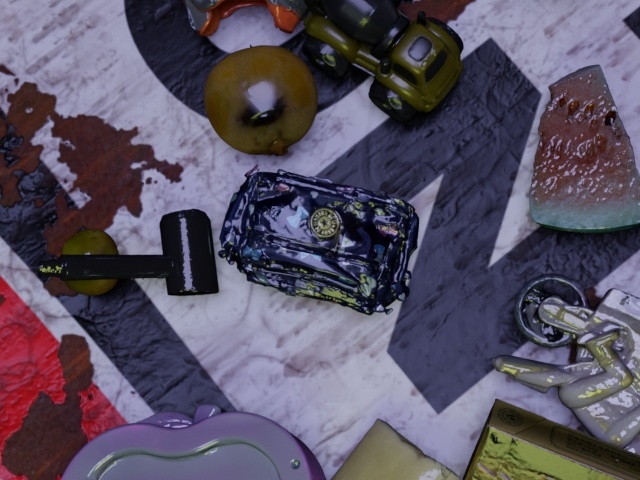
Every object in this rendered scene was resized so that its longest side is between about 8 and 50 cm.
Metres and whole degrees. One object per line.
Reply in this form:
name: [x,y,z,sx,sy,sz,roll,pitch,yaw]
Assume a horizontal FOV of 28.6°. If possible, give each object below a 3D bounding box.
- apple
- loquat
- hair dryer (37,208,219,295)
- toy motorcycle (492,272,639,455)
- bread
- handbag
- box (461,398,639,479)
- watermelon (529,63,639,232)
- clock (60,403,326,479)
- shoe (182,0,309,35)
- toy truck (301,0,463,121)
apple: [-0.304,0.028,1.663,0.074,0.089,0.089,-5,78,-12]
loquat: [-0.079,-0.189,1.669,0.163,0.137,0.163,-2,85,21]
hair dryer: [-0.250,0.018,1.620,0.248,0.070,0.114,0,76,-32]
toy motorcycle: [0.391,0.178,1.587,0.340,0.108,0.223,20,89,8]
bread: [0.070,0.329,1.584,0.139,0.060,0.178,33,82,29]
handbag: [0.000,0.000,1.641,0.260,0.113,0.162,15,87,-1]
box: [0.297,0.317,1.549,0.240,0.071,0.159,21,114,7]
watermelon: [0.353,-0.124,1.666,0.154,0.094,0.241,-3,77,13]
clock: [-0.156,0.351,1.548,0.338,0.102,0.338,-5,67,11]
shoe: [-0.158,-0.369,1.724,0.336,0.132,0.171,22,90,4]
toy truck: [0.082,-0.272,1.660,0.224,0.165,0.147,38,84,8]
